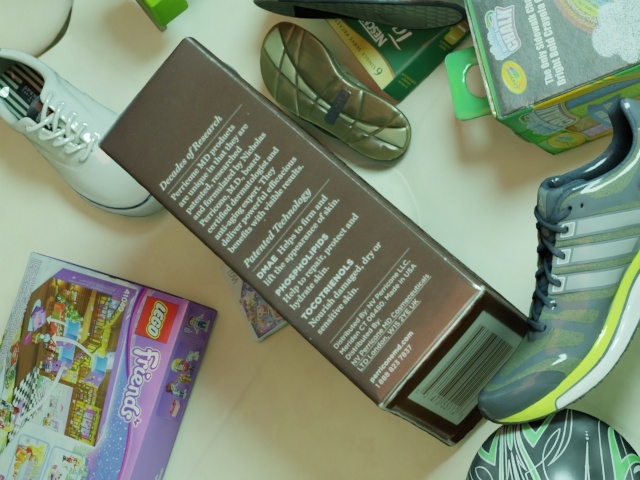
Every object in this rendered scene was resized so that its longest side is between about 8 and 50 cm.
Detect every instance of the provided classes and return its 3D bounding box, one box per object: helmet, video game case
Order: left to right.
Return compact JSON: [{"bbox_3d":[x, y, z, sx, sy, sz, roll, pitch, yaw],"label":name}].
[{"bbox_3d":[-0.030,0.028,1.863,0.122,0.011,0.087,-35,64,17],"label":"video game case"},{"bbox_3d":[0.194,0.219,1.604,0.169,0.161,0.169,-7,74,27],"label":"helmet"}]

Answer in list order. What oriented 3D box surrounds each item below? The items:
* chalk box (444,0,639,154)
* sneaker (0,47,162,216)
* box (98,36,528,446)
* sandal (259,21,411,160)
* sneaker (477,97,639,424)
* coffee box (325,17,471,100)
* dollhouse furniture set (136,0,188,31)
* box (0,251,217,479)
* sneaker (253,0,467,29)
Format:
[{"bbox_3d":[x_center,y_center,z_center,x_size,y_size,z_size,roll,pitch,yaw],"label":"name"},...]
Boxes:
[{"bbox_3d":[0.213,-0.164,1.712,0.213,0.132,0.132,-20,70,24],"label":"chalk box"},{"bbox_3d":[-0.255,-0.107,1.973,0.258,0.091,0.094,34,95,31],"label":"sneaker"},{"bbox_3d":[0.000,0.000,1.738,0.143,0.191,0.381,-49,62,4],"label":"box"},{"bbox_3d":[0.015,-0.136,1.864,0.180,0.049,0.072,38,102,16],"label":"sandal"},{"bbox_3d":[0.209,0.015,1.603,0.121,0.111,0.300,36,85,-13],"label":"sneaker"},{"bbox_3d":[0.100,-0.231,1.841,0.184,0.040,0.113,-42,61,13],"label":"coffee box"},{"bbox_3d":[-0.096,-0.368,1.971,0.301,0.151,0.197,-38,82,-4],"label":"dollhouse furniture set"},{"bbox_3d":[-0.236,0.176,1.911,0.201,0.057,0.293,16,85,31],"label":"box"},{"bbox_3d":[0.049,-0.282,1.809,0.226,0.086,0.163,11,82,33],"label":"sneaker"}]
